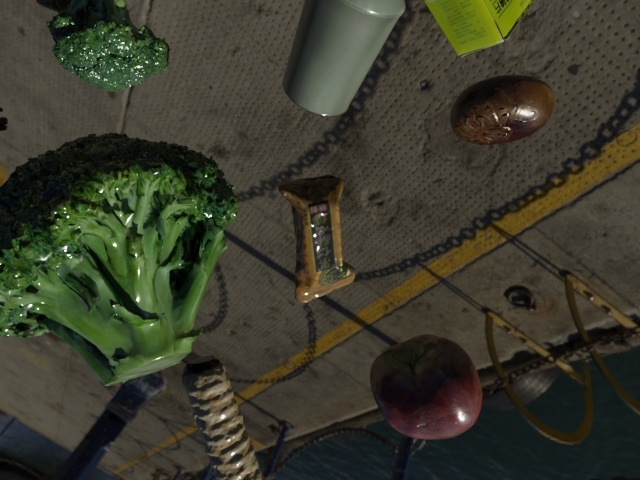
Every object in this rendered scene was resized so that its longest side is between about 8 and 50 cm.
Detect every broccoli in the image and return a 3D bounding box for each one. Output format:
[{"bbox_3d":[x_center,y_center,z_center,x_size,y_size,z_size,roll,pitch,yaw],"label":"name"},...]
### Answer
[{"bbox_3d":[-0.203,0.015,0.432,0.262,0.269,0.241,-31,76,45],"label":"broccoli"},{"bbox_3d":[-0.489,-0.487,0.996,0.270,0.270,0.269,14,109,15],"label":"broccoli"}]

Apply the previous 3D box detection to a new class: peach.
[{"bbox_3d":[0.157,0.217,0.613,0.152,0.152,0.152,15,136,15],"label":"peach"}]

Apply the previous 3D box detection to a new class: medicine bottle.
[{"bbox_3d":[0.323,-0.551,0.927,0.250,0.137,0.141,44,163,-28],"label":"medicine bottle"}]

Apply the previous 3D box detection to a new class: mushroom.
[{"bbox_3d":[0.545,-0.386,1.303,0.297,0.279,0.162,-7,86,45],"label":"mushroom"}]

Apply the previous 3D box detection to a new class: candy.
[{"bbox_3d":[0.000,0.000,0.875,0.144,0.101,0.271,-13,116,-13],"label":"candy"}]

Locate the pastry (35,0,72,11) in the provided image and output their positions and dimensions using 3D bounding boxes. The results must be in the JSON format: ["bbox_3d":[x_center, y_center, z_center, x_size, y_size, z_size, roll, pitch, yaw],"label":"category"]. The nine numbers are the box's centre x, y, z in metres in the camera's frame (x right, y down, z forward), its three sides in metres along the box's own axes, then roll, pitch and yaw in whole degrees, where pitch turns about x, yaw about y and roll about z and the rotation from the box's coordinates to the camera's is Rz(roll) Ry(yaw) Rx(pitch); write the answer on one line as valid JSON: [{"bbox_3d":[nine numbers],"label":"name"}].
[{"bbox_3d":[-0.606,-0.632,1.002,0.103,0.189,0.188,50,149,34],"label":"pastry"}]

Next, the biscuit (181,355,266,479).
[{"bbox_3d":[-0.112,0.249,0.529,0.061,0.055,0.218,-18,91,-6],"label":"biscuit"}]

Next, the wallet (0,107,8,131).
[{"bbox_3d":[-0.420,-0.104,0.430,0.230,0.124,0.042,2,113,38],"label":"wallet"}]

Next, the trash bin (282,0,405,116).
[{"bbox_3d":[0.059,-0.624,1.302,0.281,0.280,0.432,30,138,-1],"label":"trash bin"}]
